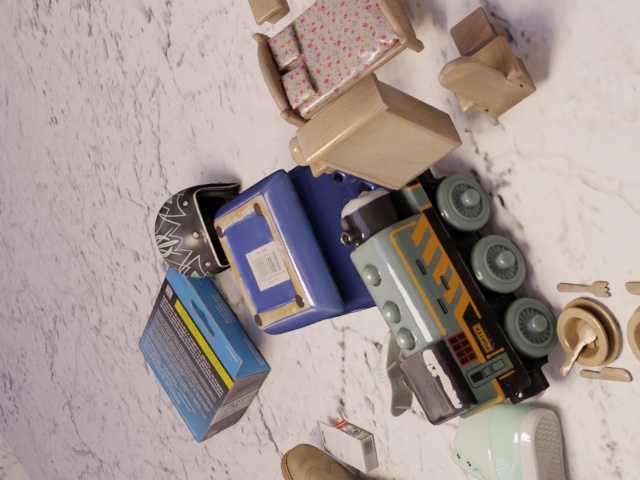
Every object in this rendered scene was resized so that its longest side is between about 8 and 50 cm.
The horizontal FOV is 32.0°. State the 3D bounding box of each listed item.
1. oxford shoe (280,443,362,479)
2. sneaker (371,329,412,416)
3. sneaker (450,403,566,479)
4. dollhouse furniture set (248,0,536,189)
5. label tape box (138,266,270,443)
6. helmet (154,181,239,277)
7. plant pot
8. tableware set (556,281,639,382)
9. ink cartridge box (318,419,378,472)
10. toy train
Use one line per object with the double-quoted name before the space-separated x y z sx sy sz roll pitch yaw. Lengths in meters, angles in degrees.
"oxford shoe" 0.078 0.424 1.794 0.348 0.123 0.130 37 128 27
"sneaker" 0.100 0.191 1.662 0.061 0.053 0.152 35 136 44
"sneaker" 0.250 0.334 1.490 0.151 0.094 0.256 7 105 48
"dollhouse furniture set" 0.033 -0.257 1.319 0.303 0.173 0.356 -34 62 27
"label tape box" -0.208 0.190 2.060 0.241 0.106 0.334 54 144 19
"helmet" -0.199 -0.015 1.870 0.169 0.161 0.169 33 134 42
"plant pot" 0.000 0.000 1.545 0.236 0.212 0.236 -25 87 58
"tableware set" 0.341 0.113 1.276 0.194 0.039 0.128 -4 106 56
"ink cartridge box" 0.045 0.336 1.852 0.115 0.029 0.063 16 123 52
"toy train" 0.155 0.066 1.378 0.334 0.190 0.142 62 147 8
